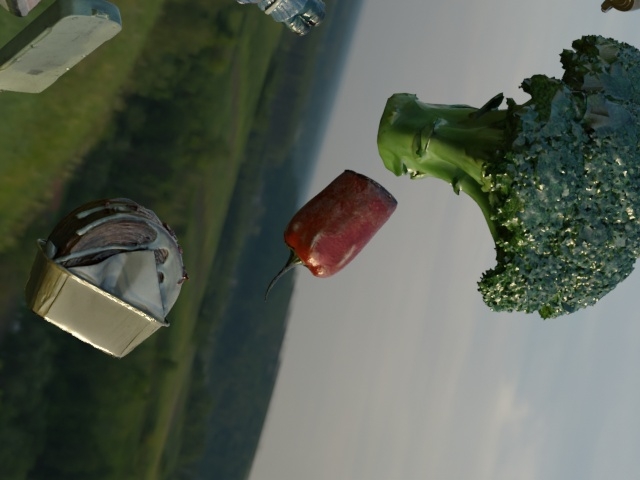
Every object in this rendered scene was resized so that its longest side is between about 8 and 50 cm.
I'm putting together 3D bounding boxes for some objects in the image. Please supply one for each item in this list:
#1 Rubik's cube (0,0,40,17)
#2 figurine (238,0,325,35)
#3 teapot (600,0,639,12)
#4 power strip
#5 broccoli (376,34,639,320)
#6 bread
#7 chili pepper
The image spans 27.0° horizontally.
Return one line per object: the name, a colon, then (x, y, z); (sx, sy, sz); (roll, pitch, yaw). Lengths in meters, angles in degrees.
Rubik's cube: (-0.418, -0.531, 1.751); (0.316, 0.318, 0.313); (-49, -177, -9)
figurine: (-0.055, -0.262, 1.403); (0.077, 0.136, 0.079); (-29, -144, 29)
teapot: (0.391, -0.326, 1.714); (0.068, 0.076, 0.121); (-35, 174, -21)
power strip: (-0.311, -0.218, 1.519); (0.227, 0.080, 0.029); (-27, -113, 42)
broccoli: (0.171, -0.064, 1.141); (0.269, 0.269, 0.254); (112, 1, -80)
bread: (-0.308, 0.045, 1.941); (0.212, 0.224, 0.142); (-57, -151, 1)
chili pepper: (0.000, 0.000, 1.555); (0.192, 0.086, 0.084); (-46, -177, -6)
